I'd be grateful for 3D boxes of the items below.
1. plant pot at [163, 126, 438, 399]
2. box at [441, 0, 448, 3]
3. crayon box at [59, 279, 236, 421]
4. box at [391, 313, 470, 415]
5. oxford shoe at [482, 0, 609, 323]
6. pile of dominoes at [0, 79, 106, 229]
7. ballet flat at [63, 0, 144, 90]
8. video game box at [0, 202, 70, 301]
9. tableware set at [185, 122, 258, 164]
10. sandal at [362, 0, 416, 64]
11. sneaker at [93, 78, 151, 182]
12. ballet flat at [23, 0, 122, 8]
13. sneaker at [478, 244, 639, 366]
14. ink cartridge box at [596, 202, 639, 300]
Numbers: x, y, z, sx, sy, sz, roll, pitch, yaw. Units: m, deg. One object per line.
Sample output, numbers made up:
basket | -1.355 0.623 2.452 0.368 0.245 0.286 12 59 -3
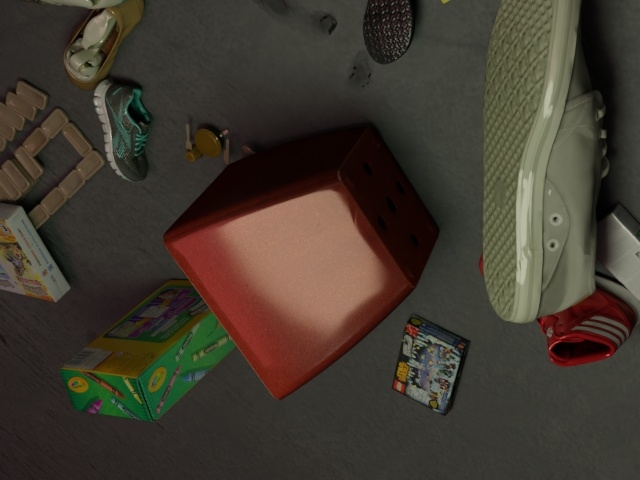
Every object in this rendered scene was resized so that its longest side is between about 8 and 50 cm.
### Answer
plant pot | 0.000 0.000 1.575 0.235 0.267 0.267 -28 104 27
box | 0.219 -0.344 1.293 0.232 0.087 0.058 -28 98 45
crayon box | -0.243 0.162 1.839 0.165 0.278 0.081 2 119 36
box | 0.158 0.182 1.737 0.094 0.027 0.137 26 132 21
oxford shoe | 0.271 -0.117 1.390 0.130 0.169 0.449 -6 112 -12
pile of dominoes | -0.476 -0.146 1.986 0.251 0.040 0.196 -36 95 37
ballet flat | -0.334 -0.289 1.741 0.080 0.073 0.232 44 135 0
video game box | -0.555 0.014 2.096 0.205 0.048 0.187 8 137 40
tableware set | -0.132 -0.113 1.754 0.154 0.024 0.104 23 133 21
sandal | 0.090 -0.304 1.454 0.067 0.040 0.179 10 110 25
sneaker | -0.286 -0.163 1.804 0.076 0.065 0.167 3 122 30
ballet flat | -0.288 -0.416 1.561 0.182 0.164 0.483 50 132 -1
sneaker | 0.284 0.078 1.503 0.221 0.128 0.087 19 129 25
ink cartridge box | 0.379 0.016 1.462 0.115 0.029 0.063 46 135 -1
